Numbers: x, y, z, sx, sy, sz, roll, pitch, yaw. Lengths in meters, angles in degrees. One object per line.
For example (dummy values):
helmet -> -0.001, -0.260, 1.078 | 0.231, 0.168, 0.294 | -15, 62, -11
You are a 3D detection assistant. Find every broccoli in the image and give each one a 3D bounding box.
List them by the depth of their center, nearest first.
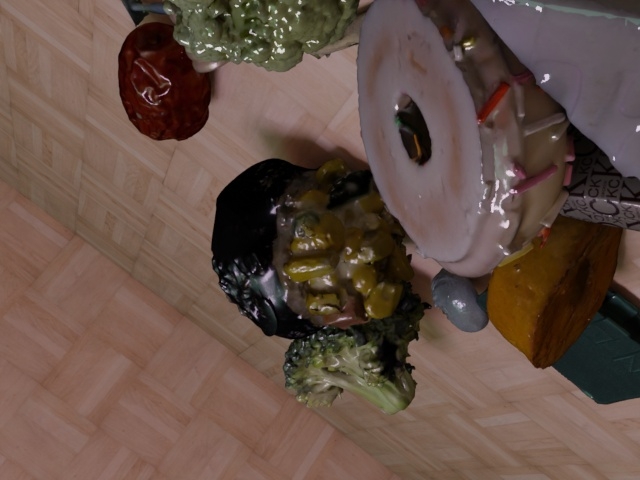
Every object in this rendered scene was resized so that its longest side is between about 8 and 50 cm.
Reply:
broccoli -> 0.091, 0.238, 1.698 | 0.281, 0.348, 0.293 | 47, -179, -10

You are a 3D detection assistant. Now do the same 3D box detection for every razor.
razor -> -0.285, -0.407, 1.430 | 0.135, 0.040, 0.068 | 14, 149, 32

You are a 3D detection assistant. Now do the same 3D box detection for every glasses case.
glasses case -> 0.395, -0.081, 0.994 | 0.355, 0.137, 0.085 | 16, 156, 40

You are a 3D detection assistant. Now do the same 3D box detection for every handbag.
handbag -> 0.451, 0.146, 1.409 | 0.326, 0.089, 0.238 | 40, 156, -7

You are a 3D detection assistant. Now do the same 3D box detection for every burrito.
burrito -> 0.037, -0.302, 1.191 | 0.045, 0.041, 0.186 | 0, 178, -36

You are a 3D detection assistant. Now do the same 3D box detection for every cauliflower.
cauliflower -> -0.083, -0.338, 1.022 | 0.327, 0.260, 0.281 | 7, -152, -50

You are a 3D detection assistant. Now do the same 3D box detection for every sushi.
sushi -> 0.000, 0.000, 1.491 | 0.285, 0.328, 0.328 | -12, 115, 42

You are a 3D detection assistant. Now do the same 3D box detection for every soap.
soap -> 0.287, -0.200, 0.854 | 0.302, 0.158, 0.257 | 21, 157, 12

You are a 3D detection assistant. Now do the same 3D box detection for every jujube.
jujube -> -0.284, -0.285, 1.494 | 0.174, 0.174, 0.250 | 29, 151, 14

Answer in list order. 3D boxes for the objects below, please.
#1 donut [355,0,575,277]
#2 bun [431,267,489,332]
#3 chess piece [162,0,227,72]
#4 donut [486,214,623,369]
donut -> 0.170, -0.146, 1.001 | 0.383, 0.143, 0.382 | 164, 90, -74
bun -> 0.261, 0.114, 1.549 | 0.140, 0.083, 0.141 | 53, -171, -12
chess piece -> -0.210, -0.368, 1.339 | 0.094, 0.094, 0.170 | 8, 140, 47
donut -> 0.336, 0.042, 1.161 | 0.109, 0.277, 0.277 | 32, 158, 30
